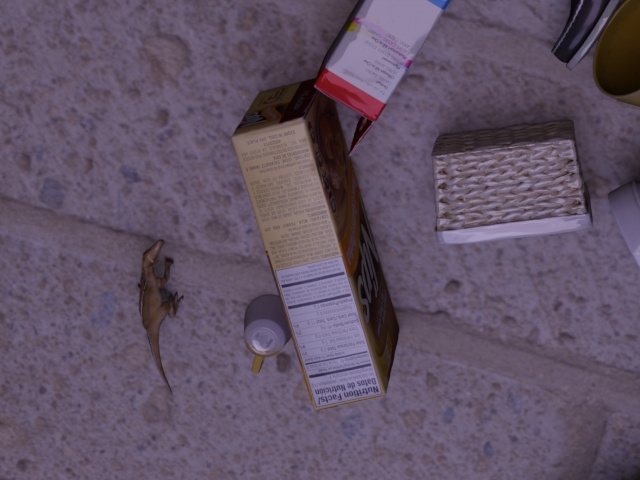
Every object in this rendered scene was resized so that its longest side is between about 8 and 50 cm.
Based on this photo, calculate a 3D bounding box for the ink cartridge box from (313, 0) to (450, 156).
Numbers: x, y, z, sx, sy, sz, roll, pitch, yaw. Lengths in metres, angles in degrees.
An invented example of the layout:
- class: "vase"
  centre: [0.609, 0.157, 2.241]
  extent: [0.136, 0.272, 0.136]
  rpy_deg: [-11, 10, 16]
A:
- class: "ink cartridge box"
  centre: [0.064, -0.214, 1.690]
  extent: [0.078, 0.134, 0.231]
  rpy_deg: [30, 110, -5]

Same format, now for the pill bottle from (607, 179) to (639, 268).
- class: "pill bottle"
  centre: [0.468, -0.066, 1.666]
  extent: [0.323, 0.181, 0.181]
  rpy_deg: [-27, 104, 15]

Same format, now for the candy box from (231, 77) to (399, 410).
- class: "candy box"
  centre: [0.000, 0.000, 1.750]
  extent: [0.087, 0.183, 0.316]
  rpy_deg: [-13, 108, 13]

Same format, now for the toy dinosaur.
- class: "toy dinosaur"
  centre: [-0.192, 0.078, 1.851]
  extent: [0.053, 0.092, 0.183]
  rpy_deg: [0, 110, 8]

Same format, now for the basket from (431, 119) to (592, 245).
- class: "basket"
  centre: [0.203, -0.064, 1.741]
  extent: [0.167, 0.113, 0.103]
  rpy_deg: [-6, 105, 10]

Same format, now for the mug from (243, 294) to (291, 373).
- class: "mug"
  centre: [-0.059, 0.110, 1.861]
  extent: [0.062, 0.064, 0.078]
  rpy_deg: [-14, 108, 11]

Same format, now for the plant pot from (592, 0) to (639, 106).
- class: "plant pot"
  centre: [0.362, -0.188, 1.677]
  extent: [0.095, 0.134, 0.134]
  rpy_deg: [27, 113, -29]

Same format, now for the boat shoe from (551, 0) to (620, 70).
- class: "boat shoe"
  centre: [0.291, -0.287, 1.667]
  extent: [0.068, 0.081, 0.228]
  rpy_deg: [28, 104, 0]
